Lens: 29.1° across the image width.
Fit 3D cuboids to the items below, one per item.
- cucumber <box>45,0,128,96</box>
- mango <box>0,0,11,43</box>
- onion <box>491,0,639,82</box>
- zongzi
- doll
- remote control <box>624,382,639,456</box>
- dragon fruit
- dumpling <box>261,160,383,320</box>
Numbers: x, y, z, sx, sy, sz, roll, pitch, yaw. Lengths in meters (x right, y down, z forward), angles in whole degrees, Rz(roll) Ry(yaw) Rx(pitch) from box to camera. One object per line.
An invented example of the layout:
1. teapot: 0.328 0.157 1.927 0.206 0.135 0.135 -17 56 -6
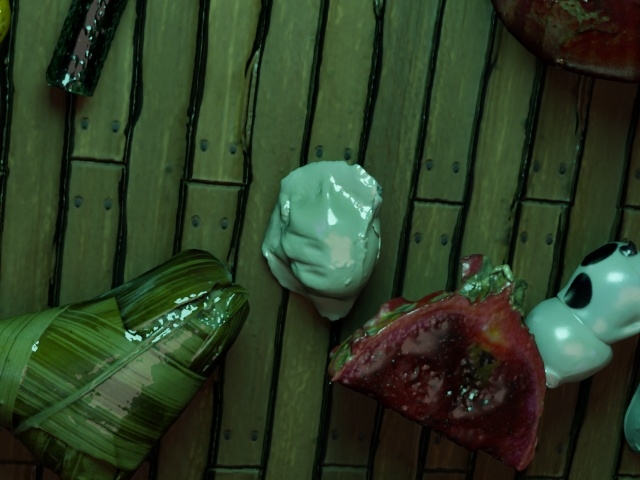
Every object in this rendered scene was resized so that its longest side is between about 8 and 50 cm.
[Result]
1. cucumber: -0.211 -0.247 1.211 0.052 0.058 0.214 21 97 -11
2. mango: -0.339 -0.240 1.183 0.077 0.063 0.127 -7 101 -5
3. onion: 0.292 -0.293 1.204 0.276 0.276 0.276 -3 106 -11
4. zongzi: -0.253 0.088 1.266 0.288 0.134 0.286 37 89 -11
5. doll: 0.305 0.085 1.386 0.180 0.110 0.107 -47 128 8
6. remote control: 0.445 0.154 1.466 0.104 0.052 0.247 21 97 -18
7. dragon fruit: 0.147 0.111 1.346 0.262 0.134 0.211 32 100 -23
8. dumpling: 0.000 0.000 1.307 0.127 0.108 0.188 13 121 8
